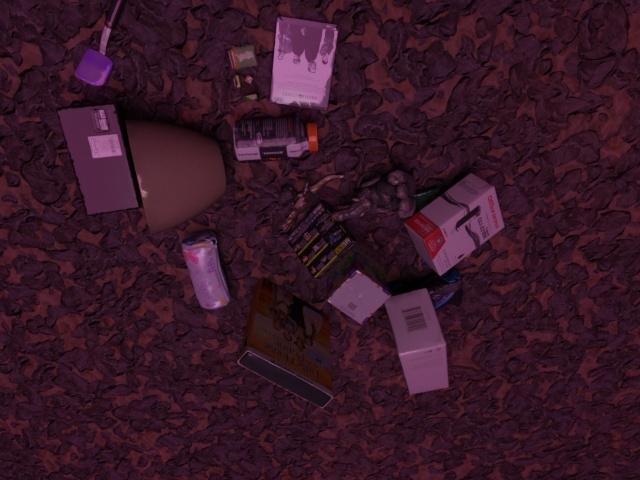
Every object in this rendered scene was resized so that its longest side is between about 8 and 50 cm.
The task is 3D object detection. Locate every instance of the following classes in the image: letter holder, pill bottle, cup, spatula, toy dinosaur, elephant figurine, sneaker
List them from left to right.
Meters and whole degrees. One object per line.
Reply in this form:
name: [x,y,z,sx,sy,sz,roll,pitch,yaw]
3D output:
spatula: [-0.605,-0.581,1.269,0.084,0.030,0.296,28,111,-14]
letter holder: [-0.637,-0.253,1.338,0.152,0.214,0.301,-10,111,-12]
cup: [-0.413,-0.199,1.322,0.237,0.331,0.331,-12,117,-19]
pill bottle: [-0.129,-0.305,1.350,0.246,0.130,0.130,-3,115,1]
toy dinosaur: [-0.055,-0.153,1.461,0.268,0.064,0.118,-43,125,16]
elephant figurine: [0.173,-0.146,1.425,0.240,0.186,0.169,-7,81,30]
sneaker: [0.345,0.213,1.603,0.341,0.125,0.139,-13,119,8]

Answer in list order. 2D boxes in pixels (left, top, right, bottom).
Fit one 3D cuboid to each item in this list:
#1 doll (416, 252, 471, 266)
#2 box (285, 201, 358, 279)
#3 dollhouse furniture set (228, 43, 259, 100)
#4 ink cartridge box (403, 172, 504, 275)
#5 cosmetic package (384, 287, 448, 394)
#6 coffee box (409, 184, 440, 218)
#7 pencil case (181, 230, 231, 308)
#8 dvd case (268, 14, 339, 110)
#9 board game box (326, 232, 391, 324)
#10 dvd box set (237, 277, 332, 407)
doll: [0.435,0.051,1.565,0.189,0.046,0.129,-6,137,-1]
box: [0.000,0.000,1.481,0.190,0.045,0.184,-47,69,20]
dollhouse furniture set: [-0.218,-0.487,1.303,0.076,0.058,0.151,-9,115,3]
ink cartridge box: [0.429,-0.051,1.422,0.273,0.114,0.197,-38,131,-2]
cosmetic package: [0.335,0.359,1.546,0.156,0.217,0.385,-14,139,5]
coffee box: [0.354,-0.083,1.509,0.113,0.040,0.184,-15,114,4]
pencil case: [-0.388,0.101,1.544,0.124,0.113,0.273,-2,116,10]
dvd case: [-0.051,-0.513,1.310,0.179,0.029,0.238,7,115,-4]
board game box: [0.116,0.116,1.469,0.144,0.275,0.142,36,109,-16]
dvd box set: [-0.102,0.317,1.481,0.308,0.420,0.062,33,110,-14]
